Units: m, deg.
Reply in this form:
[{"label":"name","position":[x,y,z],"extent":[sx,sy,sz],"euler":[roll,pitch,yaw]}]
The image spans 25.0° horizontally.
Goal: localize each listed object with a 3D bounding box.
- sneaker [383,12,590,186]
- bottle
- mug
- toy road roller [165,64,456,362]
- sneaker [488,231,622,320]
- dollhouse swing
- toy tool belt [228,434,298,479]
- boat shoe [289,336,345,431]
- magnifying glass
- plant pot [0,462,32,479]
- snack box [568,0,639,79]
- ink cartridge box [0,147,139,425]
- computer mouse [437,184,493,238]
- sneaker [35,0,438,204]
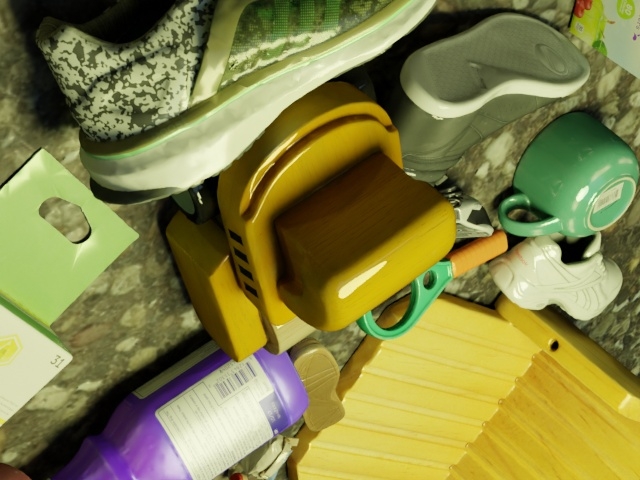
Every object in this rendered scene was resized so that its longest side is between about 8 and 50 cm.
[{"label":"sneaker","position":[0.148,-0.135,1.446],"extent":[0.295,0.104,0.147],"euler":[-21,156,-46]},{"label":"bottle","position":[-0.150,0.198,1.447],"extent":[0.283,0.092,0.118],"euler":[-34,112,-18]},{"label":"mug","position":[0.293,-0.057,1.659],"extent":[0.129,0.097,0.158],"euler":[15,113,-52]},{"label":"toy road roller","position":[0.000,0.000,1.288],"extent":[0.202,0.240,0.329],"euler":[-33,143,-17]},{"label":"sneaker","position":[0.314,0.030,1.757],"extent":[0.232,0.090,0.115],"euler":[3,138,-49]},{"label":"dollhouse swing","position":[0.193,0.264,1.740],"extent":[0.347,0.315,0.305],"euler":[-55,155,13]},{"label":"toy tool belt","position":[-0.062,0.254,1.646],"extent":[0.051,0.052,0.083],"euler":[21,110,-44]},{"label":"boat shoe","position":[-0.014,0.149,1.584],"extent":[0.063,0.059,0.170],"euler":[-24,147,-10]},{"label":"magnifying glass","position":[0.127,0.040,1.630],"extent":[0.231,0.026,0.092],"euler":[-26,116,-36]},{"label":"plant pot","position":[-0.335,0.299,1.302],"extent":[0.180,0.201,0.201],"euler":[-34,147,-44]},{"label":"snack box","position":[0.351,-0.263,1.445],"extent":[0.070,0.174,0.207],"euler":[-24,140,-30]},{"label":"ink cartridge box","position":[-0.267,0.055,1.233],"extent":[0.235,0.056,0.171],"euler":[-43,145,-1]},{"label":"computer mouse","position":[0.127,-0.035,1.539],"extent":[0.193,0.106,0.042],"euler":[18,70,-63]},{"label":"sneaker","position":[-0.050,-0.209,1.133],"extent":[0.410,0.158,0.182],"euler":[-42,128,-14]}]
